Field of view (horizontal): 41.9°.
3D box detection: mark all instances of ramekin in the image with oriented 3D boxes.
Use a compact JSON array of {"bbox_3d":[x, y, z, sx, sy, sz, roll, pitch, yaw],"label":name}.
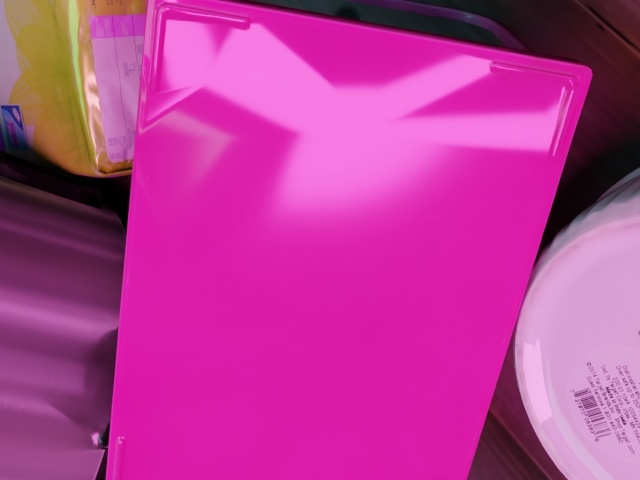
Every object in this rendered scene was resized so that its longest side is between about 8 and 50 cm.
[{"bbox_3d":[0.198,0.058,0.421,0.207,0.109,0.207,15,112,40],"label":"ramekin"}]

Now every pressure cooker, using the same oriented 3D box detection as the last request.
[{"bbox_3d":[-0.310,0.119,0.736,0.375,0.421,0.370,-58,34,20],"label":"pressure cooker"}]

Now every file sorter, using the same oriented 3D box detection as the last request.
[{"bbox_3d":[0.000,0.000,0.509,0.202,0.182,0.290,9,114,-4],"label":"file sorter"}]

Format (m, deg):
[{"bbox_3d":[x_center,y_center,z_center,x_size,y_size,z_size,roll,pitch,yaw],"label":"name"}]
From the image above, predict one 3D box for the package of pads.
[{"bbox_3d":[-0.238,-0.210,0.771,0.229,0.101,0.296,9,108,43],"label":"package of pads"}]
